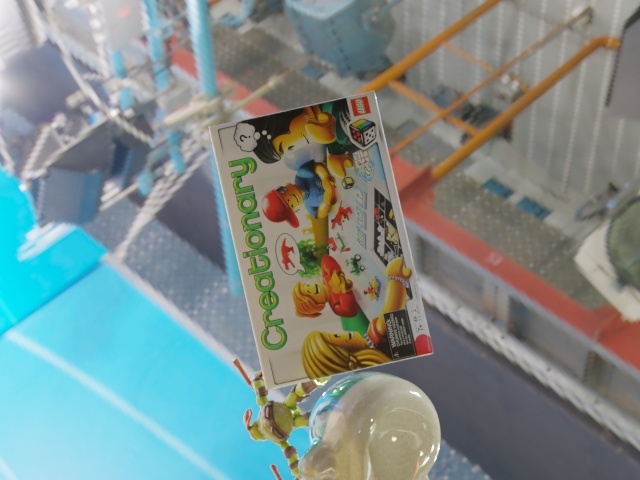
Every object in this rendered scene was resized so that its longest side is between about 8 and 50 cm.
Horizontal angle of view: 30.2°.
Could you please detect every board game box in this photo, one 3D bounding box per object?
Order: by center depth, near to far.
[{"bbox_3d":[0.000,0.000,1.343,0.053,0.193,0.305,96,-19,-88],"label":"board game box"}]

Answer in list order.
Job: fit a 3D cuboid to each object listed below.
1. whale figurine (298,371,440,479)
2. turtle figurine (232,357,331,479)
[{"bbox_3d":[0.046,0.304,1.555,0.216,0.272,0.141,16,0,-37],"label":"whale figurine"},{"bbox_3d":[-0.067,0.306,2.147,0.217,0.087,0.269,-34,-111,33],"label":"turtle figurine"}]
